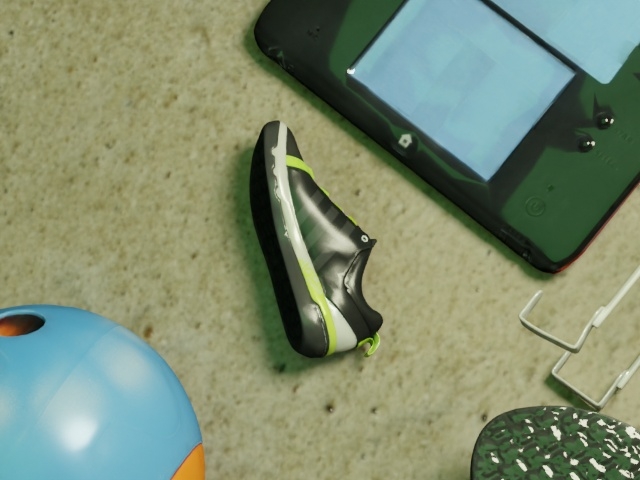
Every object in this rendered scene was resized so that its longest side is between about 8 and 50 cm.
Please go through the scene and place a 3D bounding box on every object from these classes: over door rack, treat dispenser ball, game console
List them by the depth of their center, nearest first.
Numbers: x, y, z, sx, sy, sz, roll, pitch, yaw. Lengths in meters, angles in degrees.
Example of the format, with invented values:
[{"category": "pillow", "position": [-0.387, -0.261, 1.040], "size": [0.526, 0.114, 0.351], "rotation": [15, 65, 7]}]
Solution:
[{"category": "over door rack", "position": [0.332, 0.021, 1.653], "size": [0.324, 0.239, 0.108], "rotation": [-40, 68, -1]}, {"category": "treat dispenser ball", "position": [-0.242, 0.198, 1.686], "size": [0.288, 0.288, 0.288], "rotation": [-2, 77, 10]}, {"category": "game console", "position": [0.178, -0.209, 1.824], "size": [0.386, 0.060, 0.342], "rotation": [39, 86, 16]}]

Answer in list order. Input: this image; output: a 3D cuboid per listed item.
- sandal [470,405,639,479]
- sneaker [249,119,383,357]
[{"category": "sandal", "position": [0.325, 0.282, 1.675], "size": [0.446, 0.107, 0.167], "rotation": [25, 81, 2]}, {"category": "sneaker", "position": [0.000, 0.000, 1.812], "size": [0.097, 0.084, 0.234], "rotation": [-9, 76, -17]}]
